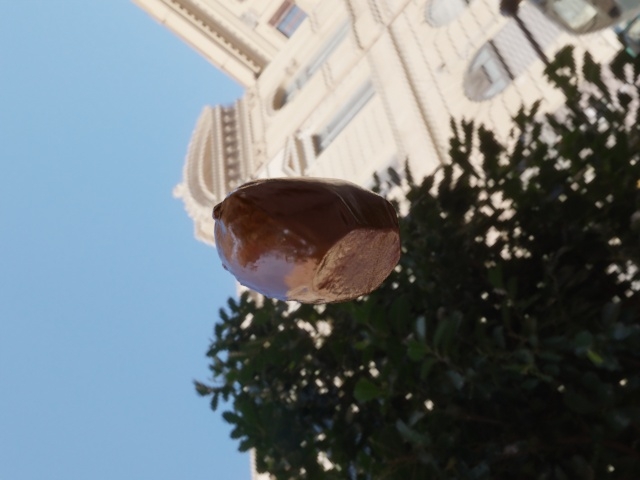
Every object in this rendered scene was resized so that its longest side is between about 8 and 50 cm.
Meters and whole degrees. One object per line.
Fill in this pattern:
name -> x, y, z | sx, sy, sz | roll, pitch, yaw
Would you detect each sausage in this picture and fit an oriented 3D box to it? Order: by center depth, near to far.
sausage -> 0.000, 0.000, 0.558 | 0.179, 0.089, 0.089 | 1, -131, -57
